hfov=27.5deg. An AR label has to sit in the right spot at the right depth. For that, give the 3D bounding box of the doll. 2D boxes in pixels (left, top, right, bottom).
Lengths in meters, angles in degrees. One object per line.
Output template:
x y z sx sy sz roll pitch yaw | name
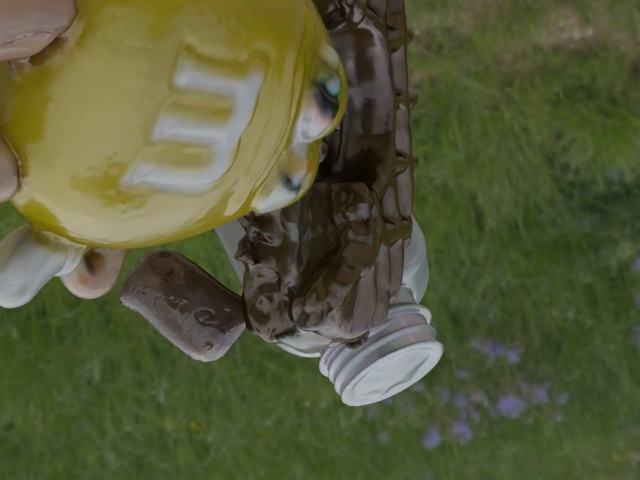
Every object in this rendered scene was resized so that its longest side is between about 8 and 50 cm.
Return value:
-0.123 -0.107 0.749 0.423 0.161 0.348 -38 148 -32 | doll

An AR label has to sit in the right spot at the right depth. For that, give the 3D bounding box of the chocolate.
-0.103 0.044 0.998 0.064 0.100 0.031 -49 169 -21 | chocolate

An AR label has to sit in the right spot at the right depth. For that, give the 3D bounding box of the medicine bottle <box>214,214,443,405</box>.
0.000 0.000 1.295 0.179 0.324 0.124 -25 156 -6 | medicine bottle

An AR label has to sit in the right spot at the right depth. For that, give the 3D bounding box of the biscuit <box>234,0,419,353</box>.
0.006 -0.099 1.036 0.115 0.366 0.268 0 -175 16 | biscuit
